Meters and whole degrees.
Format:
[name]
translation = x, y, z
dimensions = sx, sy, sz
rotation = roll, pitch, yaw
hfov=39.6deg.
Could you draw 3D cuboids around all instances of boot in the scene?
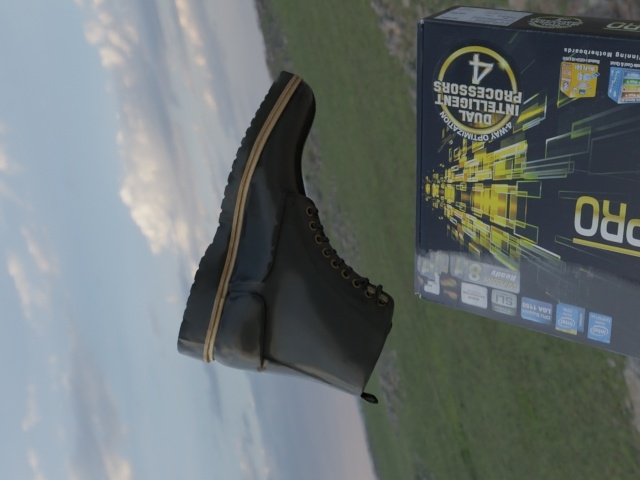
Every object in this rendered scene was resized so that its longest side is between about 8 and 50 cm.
[boot]
translation = 0.000, 0.000, 0.593
dimensions = 0.077, 0.137, 0.198
rotation = -33, -40, -86

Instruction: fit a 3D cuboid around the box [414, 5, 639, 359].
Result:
[box]
translation = 0.282, -0.053, 0.873
dimensions = 0.097, 0.395, 0.318
rotation = -33, -50, -46
